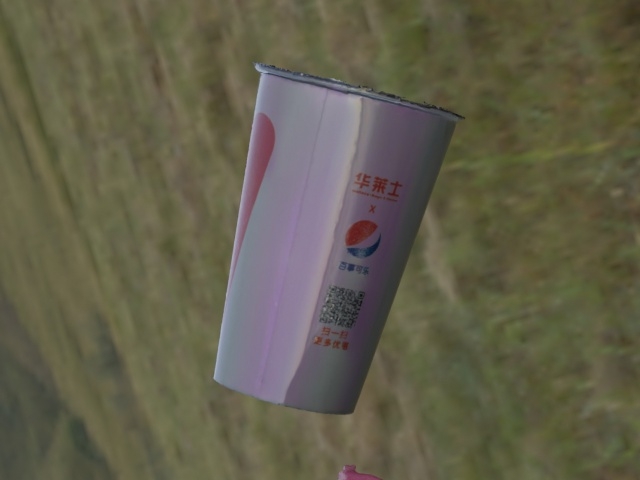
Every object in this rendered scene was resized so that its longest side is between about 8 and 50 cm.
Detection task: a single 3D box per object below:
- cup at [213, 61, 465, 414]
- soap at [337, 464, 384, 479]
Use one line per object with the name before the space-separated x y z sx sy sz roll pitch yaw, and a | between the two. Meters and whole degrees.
cup | 0.000 0.000 1.621 0.203 0.203 0.288 -134 58 -83
soap | 0.074 0.331 1.425 0.127 0.220 0.324 35 153 49
